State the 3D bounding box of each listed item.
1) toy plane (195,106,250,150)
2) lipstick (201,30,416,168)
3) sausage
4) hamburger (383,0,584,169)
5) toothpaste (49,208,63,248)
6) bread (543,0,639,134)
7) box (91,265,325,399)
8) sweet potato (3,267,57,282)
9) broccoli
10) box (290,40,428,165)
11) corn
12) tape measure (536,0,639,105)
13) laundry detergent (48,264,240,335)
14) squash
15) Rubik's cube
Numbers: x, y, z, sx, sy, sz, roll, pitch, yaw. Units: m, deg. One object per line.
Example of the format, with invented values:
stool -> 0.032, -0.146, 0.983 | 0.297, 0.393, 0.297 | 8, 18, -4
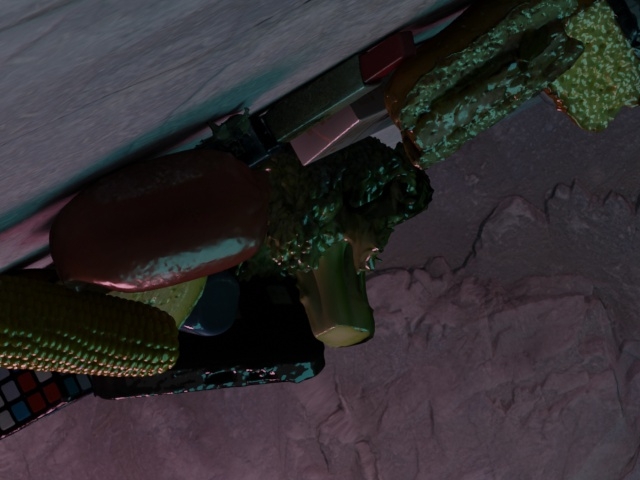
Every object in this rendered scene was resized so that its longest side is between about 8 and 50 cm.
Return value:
toy plane -> -0.099, -0.122, 1.715 | 0.080, 0.033, 0.083 | -36, 174, 30
lipstick -> -0.021, -0.150, 1.802 | 0.312, 0.051, 0.051 | -30, 178, 21
sausage -> -0.171, -0.018, 1.699 | 0.254, 0.148, 0.148 | -16, 175, -10
hamburger -> 0.180, -0.212, 1.808 | 0.262, 0.124, 0.131 | -34, -139, -6
toothpaste -> -0.287, -0.004, 1.894 | 0.065, 0.050, 0.266 | -28, 177, -15
bread -> 0.345, -0.260, 2.087 | 0.143, 0.139, 0.229 | -34, 136, 8
box -> -0.182, 0.116, 2.332 | 0.350, 0.091, 0.359 | -5, -152, -9
sweet potato -> -0.385, 0.091, 2.056 | 0.359, 0.112, 0.112 | -6, 175, -6
broccoli -> -0.001, -0.024, 2.188 | 0.277, 0.317, 0.338 | 6, 130, -36
box -> 0.082, -0.185, 1.966 | 0.233, 0.067, 0.149 | -26, 178, -35
corn -> -0.307, 0.098, 1.737 | 0.305, 0.106, 0.106 | 10, 161, -22
tape measure -> 0.423, -0.303, 2.279 | 0.256, 0.147, 0.275 | -25, 175, -36
laundry detergent -> -0.267, 0.073, 2.188 | 0.289, 0.094, 0.143 | 6, -175, 23
squash -> -0.222, 0.056, 1.879 | 0.220, 0.133, 0.220 | -29, 172, -5
Rubik's cube -> -0.448, 0.185, 2.424 | 0.182, 0.187, 0.184 | -29, 175, 24
